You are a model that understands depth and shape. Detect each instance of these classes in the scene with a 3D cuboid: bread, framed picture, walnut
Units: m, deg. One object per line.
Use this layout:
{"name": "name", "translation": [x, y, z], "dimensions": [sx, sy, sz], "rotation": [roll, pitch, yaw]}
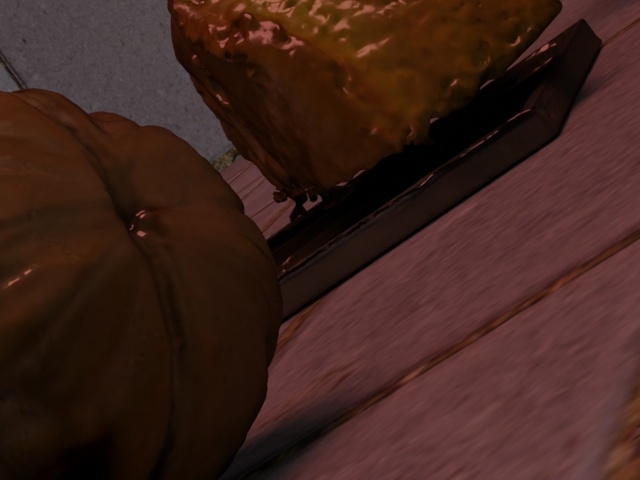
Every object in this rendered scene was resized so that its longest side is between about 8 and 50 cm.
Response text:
{"name": "bread", "translation": [0.008, -0.109, 0.953], "dimensions": [0.160, 0.147, 0.260], "rotation": [-39, 4, 0]}
{"name": "framed picture", "translation": [0.000, 0.000, 0.951], "dimensions": [0.315, 0.024, 0.232], "rotation": [-33, 6, 21]}
{"name": "walnut", "translation": [-0.102, 0.039, 0.580], "dimensions": [0.184, 0.155, 0.155], "rotation": [-44, 0, 32]}
